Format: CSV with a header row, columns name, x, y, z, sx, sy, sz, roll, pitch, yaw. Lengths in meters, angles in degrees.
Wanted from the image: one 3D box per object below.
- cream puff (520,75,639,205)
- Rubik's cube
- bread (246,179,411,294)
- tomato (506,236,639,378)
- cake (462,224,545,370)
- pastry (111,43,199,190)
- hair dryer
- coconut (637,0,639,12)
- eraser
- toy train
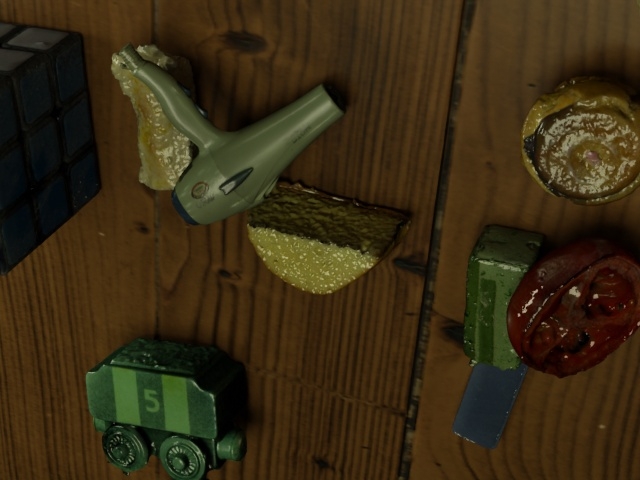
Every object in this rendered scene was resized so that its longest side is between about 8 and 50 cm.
name,x,y,z,sx,sy,sz,roll,pitch,yaw
cream puff,0.358,-0.134,1.680,0.189,0.129,0.189,6,118,12
Rubik's cube,-0.560,-0.162,1.984,0.303,0.305,0.301,9,122,18
bread,0.005,0.008,1.934,0.260,0.129,0.134,12,131,19
tomato,0.358,0.084,1.795,0.101,0.227,0.228,50,141,43
cake,0.275,0.087,1.895,0.100,0.099,0.235,12,134,16
pastry,-0.246,-0.189,1.949,0.121,0.089,0.259,-5,117,13
hair dryer,-0.115,-0.187,1.852,0.295,0.119,0.298,-16,113,8
coconut,0.451,-0.319,1.534,0.122,0.116,0.116,-7,116,26
eraser,0.276,0.233,2.002,0.082,0.036,0.225,22,126,11
toy train,-0.269,0.298,2.229,0.299,0.167,0.238,7,112,20
